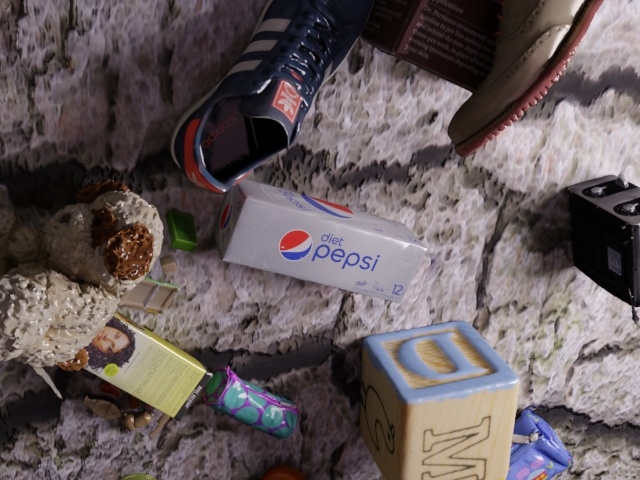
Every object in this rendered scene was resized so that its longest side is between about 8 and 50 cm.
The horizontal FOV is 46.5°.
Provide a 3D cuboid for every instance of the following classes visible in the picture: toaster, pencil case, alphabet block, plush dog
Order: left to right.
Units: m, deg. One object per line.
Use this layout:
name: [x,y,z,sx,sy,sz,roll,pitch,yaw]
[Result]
plush dog: [-0.283,0.035,0.890,0.225,0.262,0.210,-42,127,-1]
pencil case: [-0.105,0.251,1.151,0.152,0.064,0.070,32,117,-29]
alphabet block: [0.182,0.266,1.186,0.194,0.192,0.197,-7,115,-14]
pencil case: [0.308,0.434,1.344,0.306,0.119,0.133,-40,144,2]
toaster: [0.482,0.004,1.175,0.110,0.168,0.185,-20,118,-10]

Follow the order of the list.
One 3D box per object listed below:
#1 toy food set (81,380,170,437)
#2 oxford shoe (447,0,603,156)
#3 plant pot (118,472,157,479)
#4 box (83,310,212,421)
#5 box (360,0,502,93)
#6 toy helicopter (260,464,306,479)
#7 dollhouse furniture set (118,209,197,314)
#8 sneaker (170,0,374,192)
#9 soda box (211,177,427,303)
toy food set: [-0.285,0.242,1.114,0.122,0.019,0.078,38,98,-21]
oxford shoe: [0.245,-0.258,0.867,0.130,0.123,0.348,36,101,-3]
plant pot: [-0.285,0.422,1.162,0.083,0.079,0.083,-8,116,-16]
box: [-0.270,0.161,1.047,0.232,0.058,0.087,37,83,-30]
box: [0.221,-0.383,0.923,0.191,0.143,0.381,19,109,-25]
toy helicopter: [-0.114,0.558,1.245,0.355,0.140,0.235,-36,99,19]
dollhouse furniture set: [-0.225,0.031,1.031,0.076,0.058,0.151,15,128,-32]
sneaker: [-0.042,-0.196,0.914,0.131,0.148,0.350,34,100,-29]
soda box: [0.000,0.000,1.053,0.286,0.091,0.098,14,110,-24]
